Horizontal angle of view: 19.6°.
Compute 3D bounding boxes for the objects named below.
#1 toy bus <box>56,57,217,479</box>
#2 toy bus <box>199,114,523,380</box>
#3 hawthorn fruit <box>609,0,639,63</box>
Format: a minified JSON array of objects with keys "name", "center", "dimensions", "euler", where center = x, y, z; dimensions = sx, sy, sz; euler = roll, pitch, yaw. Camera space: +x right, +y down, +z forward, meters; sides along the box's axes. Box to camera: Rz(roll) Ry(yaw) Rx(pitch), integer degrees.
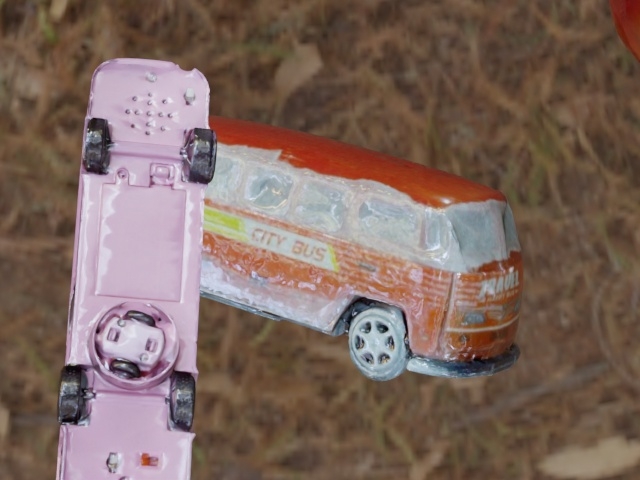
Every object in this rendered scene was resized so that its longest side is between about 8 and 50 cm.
[{"name":"toy bus","center":[-0.082,0.024,0.819],"dimensions":[0.063,0.203,0.090],"euler":[5,158,-9]},{"name":"toy bus","center":[0.000,0.000,1.116],"dimensions":[0.265,0.121,0.120],"euler":[16,103,29]},{"name":"hawthorn fruit","center":[0.163,-0.115,0.685],"dimensions":[0.194,0.157,0.157],"euler":[15,125,9]}]
